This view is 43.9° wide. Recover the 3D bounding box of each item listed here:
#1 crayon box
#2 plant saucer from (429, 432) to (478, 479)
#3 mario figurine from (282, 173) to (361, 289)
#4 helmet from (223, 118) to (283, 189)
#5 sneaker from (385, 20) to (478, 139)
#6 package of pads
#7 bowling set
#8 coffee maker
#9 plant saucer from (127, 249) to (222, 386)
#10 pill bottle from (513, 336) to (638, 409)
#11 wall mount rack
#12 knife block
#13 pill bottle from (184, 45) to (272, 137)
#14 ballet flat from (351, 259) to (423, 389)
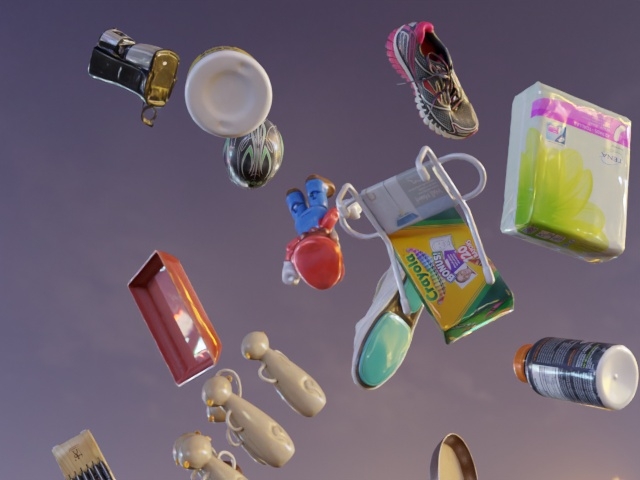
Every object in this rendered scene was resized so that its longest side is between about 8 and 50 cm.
[{"bbox_3d":[0.278,0.066,1.731,0.165,0.278,0.081,-28,-31,-1],"label":"crayon box"},{"bbox_3d":[0.226,0.415,1.351,0.029,0.169,0.168,-16,-36,28],"label":"plant saucer"},{"bbox_3d":[0.000,0.000,1.912,0.170,0.321,0.198,9,-48,-17],"label":"mario figurine"},{"bbox_3d":[-0.170,-0.229,2.015,0.169,0.169,0.162,8,-35,-11],"label":"helmet"},{"bbox_3d":[0.265,-0.355,1.796,0.299,0.121,0.112,50,-28,-19],"label":"sneaker"},{"bbox_3d":[0.468,-0.122,1.497,0.229,0.297,0.101,17,-19,-19],"label":"package of pads"},{"bbox_3d":[-0.138,0.280,1.106,0.154,0.287,0.200,44,-60,-1],"label":"bowling set"},{"bbox_3d":[-0.430,-0.374,1.789,0.178,0.171,0.120,23,-9,24],"label":"coffee maker"},{"bbox_3d":[-0.301,0.163,1.664,0.047,0.259,0.259,-24,-7,-33],"label":"plant saucer"},{"bbox_3d":[0.518,0.269,1.648,0.130,0.131,0.245,22,-12,-29],"label":"pill bottle"},{"bbox_3d":[0.201,-0.022,1.659,0.350,0.130,0.304,-24,-67,31],"label":"wall mount rack"},{"bbox_3d":[-0.493,0.546,1.746,0.088,0.242,0.276,-27,-10,-20],"label":"knife block"},{"bbox_3d":[-0.137,-0.223,1.161,0.119,0.208,0.119,-2,-73,-8],"label":"pill bottle"},{"bbox_3d":[0.162,0.177,1.890,0.139,0.400,0.139,25,-23,11],"label":"ballet flat"}]
